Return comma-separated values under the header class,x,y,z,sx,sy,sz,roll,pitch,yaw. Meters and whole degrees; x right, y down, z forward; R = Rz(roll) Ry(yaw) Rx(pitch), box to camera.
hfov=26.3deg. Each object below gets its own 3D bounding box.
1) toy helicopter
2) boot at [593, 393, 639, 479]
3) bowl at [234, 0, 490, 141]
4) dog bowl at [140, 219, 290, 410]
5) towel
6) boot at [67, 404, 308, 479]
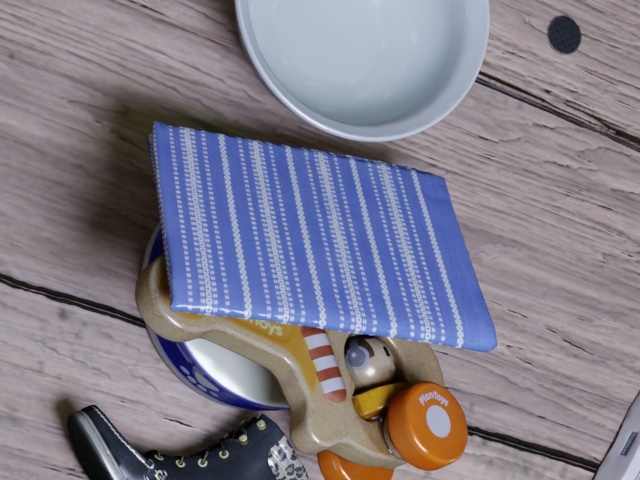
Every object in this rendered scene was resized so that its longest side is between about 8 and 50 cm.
class,x,y,z,sx,sy,sz,roll,pitch,yaw
toy helicopter,-0.018,0.088,1.323,0.355,0.140,0.235,26,52,-29
boot,0.404,0.249,1.637,0.086,0.069,0.190,40,79,-21
bowl,0.026,-0.245,1.499,0.297,0.134,0.298,3,83,-22
dog bowl,-0.051,0.048,1.451,0.264,0.104,0.265,3,83,-22
towel,0.000,0.000,1.328,0.336,0.040,0.243,9,43,-23
boot,-0.134,0.226,1.409,0.178,0.085,0.236,-40,105,-23
